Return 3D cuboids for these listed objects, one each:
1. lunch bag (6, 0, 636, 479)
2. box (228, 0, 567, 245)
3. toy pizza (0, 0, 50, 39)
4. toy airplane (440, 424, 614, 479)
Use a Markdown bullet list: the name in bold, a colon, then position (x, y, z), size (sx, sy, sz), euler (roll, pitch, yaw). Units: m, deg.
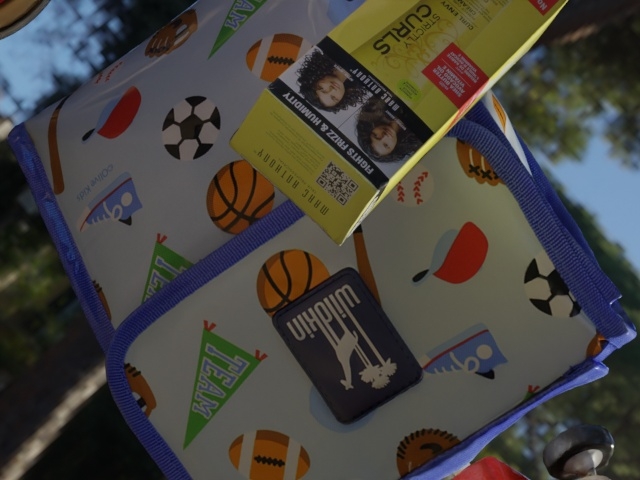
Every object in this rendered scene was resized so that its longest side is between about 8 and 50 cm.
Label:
- **lunch bag**: position (0.000, 0.000, 1.173), size (0.239, 0.328, 0.385), euler (35, 25, -59)
- **box**: position (0.052, -0.100, 0.945), size (0.087, 0.232, 0.058), euler (43, -41, 4)
- **toy pizza**: position (-0.229, -0.209, 0.954), size (0.201, 0.032, 0.201), euler (8, -70, 22)
- **toy airplane**: position (0.148, 0.340, 1.421), size (0.386, 0.272, 0.384), euler (-124, -163, -83)
